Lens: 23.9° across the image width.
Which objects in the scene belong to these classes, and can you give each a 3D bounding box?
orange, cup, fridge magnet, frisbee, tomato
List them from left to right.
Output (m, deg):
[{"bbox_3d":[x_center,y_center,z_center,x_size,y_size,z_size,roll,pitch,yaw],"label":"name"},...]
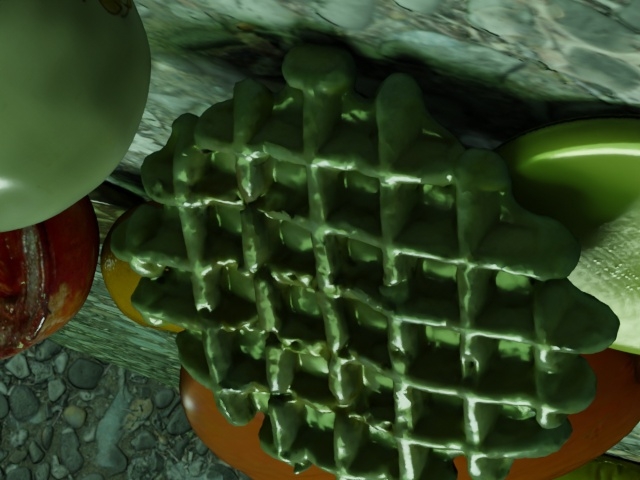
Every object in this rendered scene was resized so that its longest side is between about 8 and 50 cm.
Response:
[{"bbox_3d":[-0.230,-0.115,0.779,0.255,0.173,0.202,12,166,21],"label":"cup"},{"bbox_3d":[-0.279,-0.001,1.362,0.233,0.200,0.140,-20,179,42],"label":"tomato"},{"bbox_3d":[-0.125,0.028,1.390,0.156,0.124,0.156,3,164,1],"label":"orange"},{"bbox_3d":[0.075,0.096,1.139,0.364,0.155,0.363,-2,147,-2],"label":"fridge magnet"},{"bbox_3d":[0.196,0.006,0.900,0.236,0.017,0.236,13,148,8],"label":"frisbee"}]

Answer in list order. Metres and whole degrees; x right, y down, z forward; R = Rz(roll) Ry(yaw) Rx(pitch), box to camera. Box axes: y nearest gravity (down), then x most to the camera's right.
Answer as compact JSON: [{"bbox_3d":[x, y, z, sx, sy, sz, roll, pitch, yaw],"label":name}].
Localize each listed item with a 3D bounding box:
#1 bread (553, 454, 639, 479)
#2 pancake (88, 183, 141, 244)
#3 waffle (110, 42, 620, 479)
[{"bbox_3d":[0.366,0.372,2.304,0.384,0.112,0.166,12,167,23],"label":"bread"},{"bbox_3d":[-0.282,-0.044,1.534,0.250,0.031,0.250,17,168,4],"label":"pancake"},{"bbox_3d":[0.020,0.036,0.934,0.309,0.056,0.292,49,130,-7],"label":"waffle"}]
